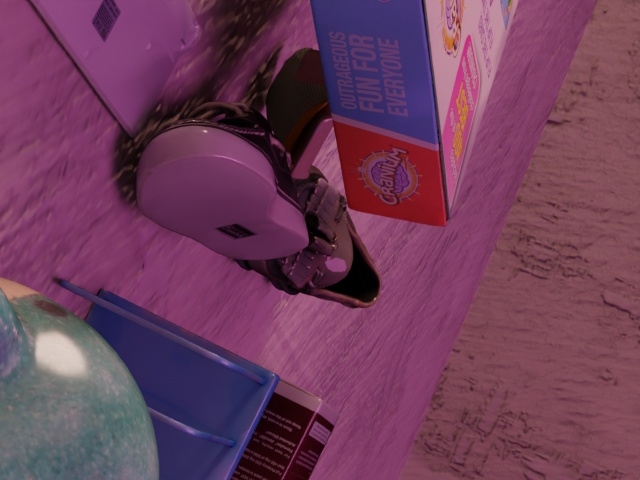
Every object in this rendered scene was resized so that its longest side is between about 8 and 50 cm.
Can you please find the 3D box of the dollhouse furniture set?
[{"bbox_3d":[-0.014,-0.114,1.116,0.151,0.059,0.076,-59,-143,34],"label":"dollhouse furniture set"}]

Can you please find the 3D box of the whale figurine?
[{"bbox_3d":[-0.159,0.118,0.722,0.216,0.141,0.272,-67,168,13],"label":"whale figurine"}]

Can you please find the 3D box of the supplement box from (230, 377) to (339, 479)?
[{"bbox_3d":[-0.072,0.241,1.571,0.239,0.073,0.130,-64,168,-8],"label":"supplement box"}]

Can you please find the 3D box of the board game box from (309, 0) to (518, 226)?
[{"bbox_3d":[0.077,-0.206,1.041,0.242,0.064,0.316,78,26,-53],"label":"board game box"}]

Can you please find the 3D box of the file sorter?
[{"bbox_3d":[-0.122,0.121,0.973,0.170,0.118,0.104,-64,165,-4],"label":"file sorter"}]

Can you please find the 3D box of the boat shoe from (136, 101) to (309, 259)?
[{"bbox_3d":[-0.059,-0.043,1.039,0.219,0.078,0.070,52,29,-74],"label":"boat shoe"}]

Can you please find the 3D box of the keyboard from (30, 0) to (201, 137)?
[{"bbox_3d":[-0.098,-0.115,0.835,0.072,0.014,0.256,-58,168,-8],"label":"keyboard"}]

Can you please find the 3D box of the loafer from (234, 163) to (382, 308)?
[{"bbox_3d":[0.000,0.000,1.342,0.096,0.084,0.267,-63,169,-5],"label":"loafer"}]
